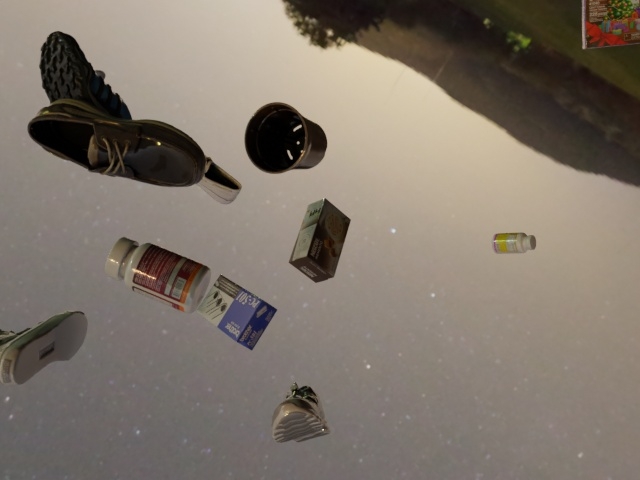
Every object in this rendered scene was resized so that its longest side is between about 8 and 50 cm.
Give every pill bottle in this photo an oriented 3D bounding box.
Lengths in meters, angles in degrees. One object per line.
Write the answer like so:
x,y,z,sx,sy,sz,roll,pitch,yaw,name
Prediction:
-0.377,0.077,1.626,0.221,0.121,0.121,22,-162,4,pill bottle
0.399,0.005,1.439,0.083,0.043,0.043,-2,171,42,pill bottle

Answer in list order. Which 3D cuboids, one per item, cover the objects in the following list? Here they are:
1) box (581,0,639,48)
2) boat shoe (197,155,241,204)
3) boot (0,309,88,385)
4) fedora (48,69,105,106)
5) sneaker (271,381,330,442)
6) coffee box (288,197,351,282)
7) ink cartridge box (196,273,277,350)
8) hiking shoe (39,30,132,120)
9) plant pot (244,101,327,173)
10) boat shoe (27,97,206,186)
0.760,-0.560,1.613,0.293,0.200,0.057,-3,-168,13,box
-0.341,-0.210,2.022,0.258,0.084,0.095,33,-134,-16,boat shoe
-0.512,0.170,1.200,0.123,0.095,0.258,10,-172,8,boot
-0.671,-0.367,2.022,0.124,0.243,0.275,40,-178,-3,fedora
-0.052,0.350,1.447,0.281,0.105,0.115,73,180,-69,sneaker
0.000,0.000,2.392,0.141,0.098,0.246,39,-128,-29,coffee box
-0.175,0.144,1.436,0.046,0.097,0.207,37,171,-33,ink cartridge box
-0.485,-0.294,1.479,0.304,0.113,0.132,66,-158,-6,hiking shoe
-0.072,-0.240,1.692,0.167,0.167,0.165,39,-164,18,plant pot
-0.394,-0.168,1.331,0.355,0.132,0.130,16,-151,12,boat shoe
